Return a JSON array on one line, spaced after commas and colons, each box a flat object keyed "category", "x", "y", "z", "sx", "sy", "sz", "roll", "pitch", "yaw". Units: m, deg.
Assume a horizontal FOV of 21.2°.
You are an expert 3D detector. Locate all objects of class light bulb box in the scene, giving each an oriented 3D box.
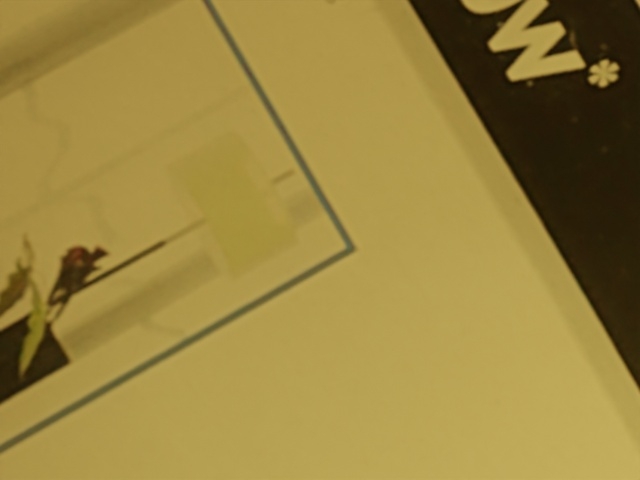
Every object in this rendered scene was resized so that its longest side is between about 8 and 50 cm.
[{"category": "light bulb box", "x": 0.000, "y": 0.000, "z": 0.514, "sx": 0.225, "sy": 0.361, "sz": 0.358, "roll": 60, "pitch": -7, "yaw": 5}]
